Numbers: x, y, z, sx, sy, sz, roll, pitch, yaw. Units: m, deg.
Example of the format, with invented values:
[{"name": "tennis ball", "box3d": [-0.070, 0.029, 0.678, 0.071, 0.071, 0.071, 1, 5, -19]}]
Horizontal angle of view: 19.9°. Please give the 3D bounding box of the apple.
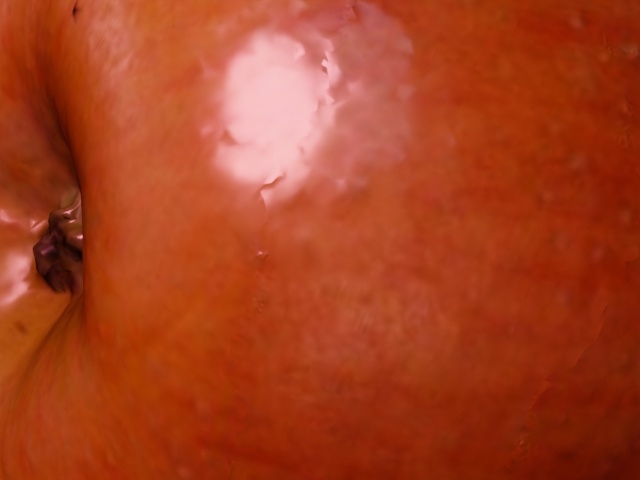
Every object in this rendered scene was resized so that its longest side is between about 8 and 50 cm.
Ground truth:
[{"name": "apple", "box3d": [0.000, 0.000, 0.731, 0.400, 0.333, 0.400, -20, 58, 34]}]
